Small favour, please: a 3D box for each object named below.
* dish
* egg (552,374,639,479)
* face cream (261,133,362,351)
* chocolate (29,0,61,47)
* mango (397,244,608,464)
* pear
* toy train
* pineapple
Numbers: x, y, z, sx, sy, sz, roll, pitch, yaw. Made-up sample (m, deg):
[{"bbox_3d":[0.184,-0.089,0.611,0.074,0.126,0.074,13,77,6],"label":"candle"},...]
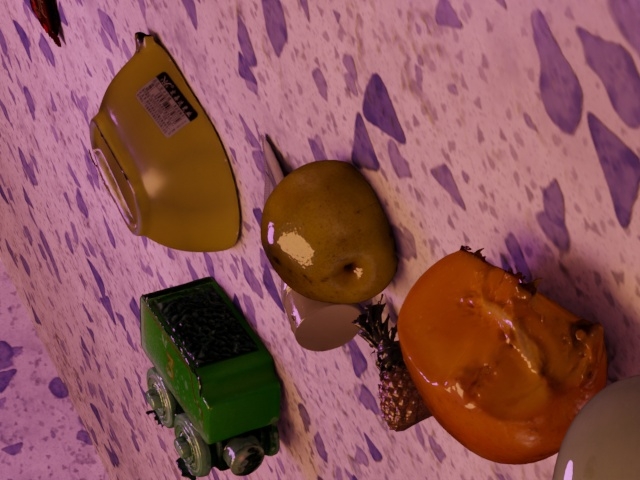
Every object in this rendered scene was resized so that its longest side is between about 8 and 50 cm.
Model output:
[{"bbox_3d":[-0.197,-0.096,2.065,0.262,0.108,0.221,61,161,17],"label":"dish"},{"bbox_3d":[0.219,0.178,1.108,0.149,0.149,0.192,3,112,71],"label":"egg"},{"bbox_3d":[-0.023,0.004,1.781,0.114,0.070,0.224,90,164,-48],"label":"face cream"},{"bbox_3d":[-0.392,-0.351,2.450,0.086,0.028,0.182,51,155,35],"label":"chocolate"},{"bbox_3d":[0.127,0.088,1.313,0.154,0.126,0.252,49,173,-8],"label":"mango"},{"bbox_3d":[0.000,0.000,1.619,0.141,0.104,0.141,160,90,-76],"label":"pear"},{"bbox_3d":[-0.138,0.173,2.203,0.243,0.132,0.188,50,148,43],"label":"toy train"},{"bbox_3d":[0.063,0.114,1.647,0.124,0.058,0.058,63,162,13],"label":"pineapple"}]
